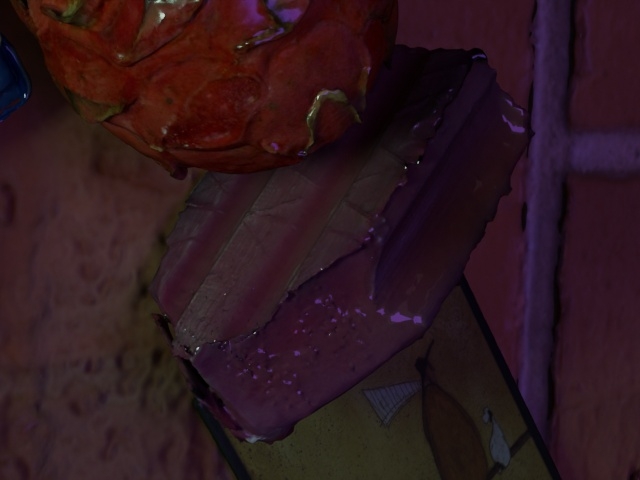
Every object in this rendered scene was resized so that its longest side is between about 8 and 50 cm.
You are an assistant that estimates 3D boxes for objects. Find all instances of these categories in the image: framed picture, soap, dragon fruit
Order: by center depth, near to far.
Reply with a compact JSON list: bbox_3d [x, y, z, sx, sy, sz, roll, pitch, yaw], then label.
[{"bbox_3d":[-0.070,-0.157,1.003,0.252,0.241,0.241,30,77,-17],"label":"dragon fruit"},{"bbox_3d":[0.000,0.000,1.116,0.112,0.182,0.289,50,61,-34],"label":"soap"},{"bbox_3d":[0.064,0.172,1.294,0.255,0.014,0.338,-41,119,-27],"label":"framed picture"}]

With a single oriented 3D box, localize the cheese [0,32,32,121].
[{"bbox_3d":[-0.254,-0.177,0.956,0.177,0.069,0.270,-38,119,-28],"label":"cheese"}]
